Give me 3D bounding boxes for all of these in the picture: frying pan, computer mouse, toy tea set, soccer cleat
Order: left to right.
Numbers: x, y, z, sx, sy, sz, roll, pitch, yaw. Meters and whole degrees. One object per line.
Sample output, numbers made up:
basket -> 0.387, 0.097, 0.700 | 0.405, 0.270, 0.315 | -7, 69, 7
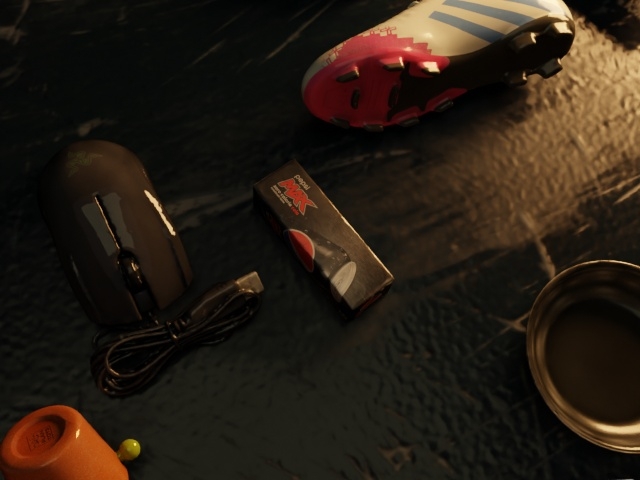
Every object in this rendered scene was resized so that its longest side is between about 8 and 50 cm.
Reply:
toy tea set -> -0.316, 0.258, 0.665 | 0.336, 0.124, 0.200 | -9, 34, 10
computer mouse -> -0.196, -0.002, 0.791 | 0.189, 0.072, 0.272 | -30, 74, -14
soccer cleat -> 0.123, -0.222, 0.894 | 0.332, 0.116, 0.143 | -15, 55, -13
frying pan -> 0.355, 0.086, 0.815 | 0.326, 0.053, 0.197 | -29, 74, -17

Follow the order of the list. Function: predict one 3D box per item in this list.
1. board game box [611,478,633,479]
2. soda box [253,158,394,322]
board game box -> 0.194, 0.308, 0.718 | 0.211, 0.047, 0.160 | -2, 69, -5
soda box -> 0.000, 0.000, 0.817 | 0.060, 0.053, 0.169 | -35, 75, -16
